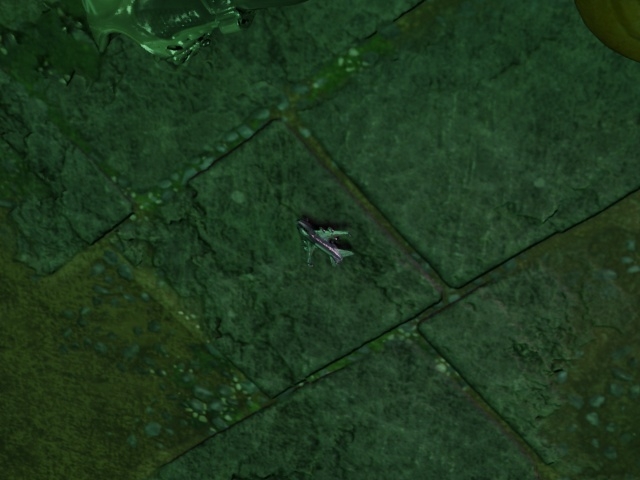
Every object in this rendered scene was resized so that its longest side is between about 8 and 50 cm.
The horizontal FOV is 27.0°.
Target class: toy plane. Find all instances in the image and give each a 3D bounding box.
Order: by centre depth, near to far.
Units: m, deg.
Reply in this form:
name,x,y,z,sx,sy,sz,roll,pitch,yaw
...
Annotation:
name,x,y,z,sx,sy,sz,roll,pitch,yaw
toy plane,0.000,0.000,1.662,0.083,0.031,0.078,43,124,-15

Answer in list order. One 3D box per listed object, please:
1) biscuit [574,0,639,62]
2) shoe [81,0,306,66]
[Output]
name,x,y,z,sx,sy,sz,roll,pitch,yaw
biscuit,0.380,-0.255,1.317,0.261,0.037,0.262,3,145,2
shoe,-0.133,-0.260,1.478,0.292,0.109,0.149,7,130,15
